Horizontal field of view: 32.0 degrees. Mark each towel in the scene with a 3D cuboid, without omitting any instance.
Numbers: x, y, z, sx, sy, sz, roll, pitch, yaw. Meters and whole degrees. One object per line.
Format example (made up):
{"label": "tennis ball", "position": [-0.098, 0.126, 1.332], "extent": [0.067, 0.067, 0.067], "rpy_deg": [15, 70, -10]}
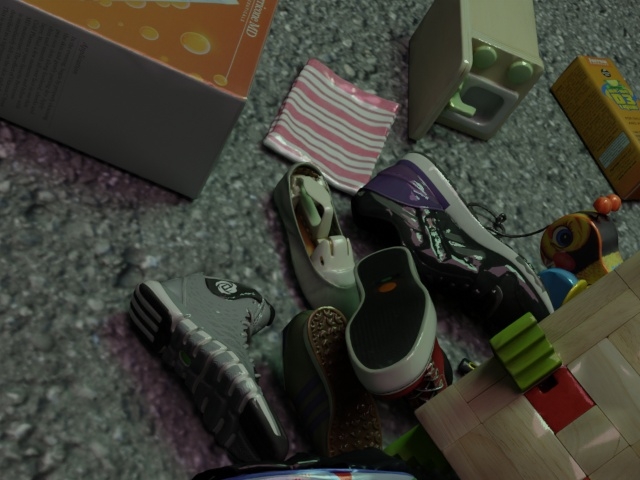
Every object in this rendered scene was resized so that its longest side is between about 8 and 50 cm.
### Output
{"label": "towel", "position": [0.018, -0.148, 1.435], "extent": [0.144, 0.029, 0.197], "rpy_deg": [28, 43, -5]}

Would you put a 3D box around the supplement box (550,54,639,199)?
{"label": "supplement box", "position": [0.441, -0.170, 1.669], "extent": [0.078, 0.080, 0.233], "rpy_deg": [-2, 51, -34]}

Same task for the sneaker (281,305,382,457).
{"label": "sneaker", "position": [0.006, 0.162, 1.121], "extent": [0.064, 0.086, 0.192], "rpy_deg": [-13, 90, -31]}

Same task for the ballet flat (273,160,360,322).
{"label": "ballet flat", "position": [0.000, 0.000, 1.263], "extent": [0.072, 0.068, 0.213], "rpy_deg": [-1, 53, -31]}

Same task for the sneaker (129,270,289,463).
{"label": "sneaker", "position": [-0.076, 0.111, 1.109], "extent": [0.132, 0.086, 0.228], "rpy_deg": [-22, 64, -44]}

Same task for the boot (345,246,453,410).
{"label": "boot", "position": [0.093, 0.130, 1.115], "extent": [0.244, 0.088, 0.176], "rpy_deg": [-82, 153, -68]}

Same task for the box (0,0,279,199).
{"label": "box", "position": [-0.247, -0.231, 1.252], "extent": [0.345, 0.168, 0.215], "rpy_deg": [23, 44, -11]}

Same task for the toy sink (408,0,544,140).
{"label": "toy sink", "position": [0.214, -0.241, 1.544], "extent": [0.131, 0.153, 0.234], "rpy_deg": [20, 44, -15]}

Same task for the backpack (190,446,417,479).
{"label": "backpack", "position": [-0.037, 0.273, 0.854], "extent": [0.276, 0.263, 0.213], "rpy_deg": [-1, 53, -32]}

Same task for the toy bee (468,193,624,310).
{"label": "toy bee", "position": [0.317, 0.032, 1.344], "extent": [0.298, 0.162, 0.195], "rpy_deg": [41, 35, 0]}

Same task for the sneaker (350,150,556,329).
{"label": "sneaker", "position": [0.148, 0.035, 1.318], "extent": [0.124, 0.107, 0.283], "rpy_deg": [-35, 73, -24]}

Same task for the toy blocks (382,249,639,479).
{"label": "toy blocks", "position": [0.284, 0.193, 1.057], "extent": [0.381, 0.191, 0.261], "rpy_deg": [-36, 64, -1]}

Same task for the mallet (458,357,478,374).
{"label": "mallet", "position": [0.246, 0.182, 1.272], "extent": [0.190, 0.039, 0.062], "rpy_deg": [35, 43, 8]}
